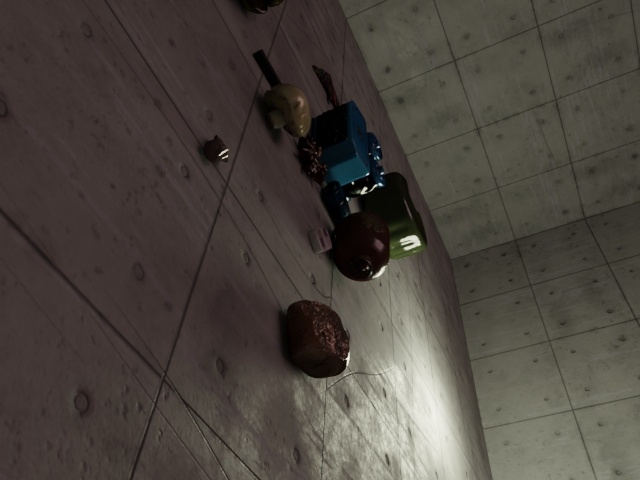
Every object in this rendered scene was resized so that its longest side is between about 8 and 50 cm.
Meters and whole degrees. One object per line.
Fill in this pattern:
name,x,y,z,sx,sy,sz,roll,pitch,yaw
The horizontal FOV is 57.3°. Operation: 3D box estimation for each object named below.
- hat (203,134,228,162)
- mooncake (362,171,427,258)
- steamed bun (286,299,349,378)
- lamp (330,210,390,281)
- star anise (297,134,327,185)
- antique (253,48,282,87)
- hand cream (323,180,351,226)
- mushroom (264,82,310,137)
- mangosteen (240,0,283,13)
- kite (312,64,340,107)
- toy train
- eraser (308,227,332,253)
hat,-0.211,-0.175,1.160,0.087,0.042,0.058,18,-50,69
mooncake,0.293,-0.091,2.337,0.351,0.187,0.352,-18,90,-76
steamed bun,-0.004,0.208,1.266,0.175,0.106,0.145,45,31,-50
lamp,0.117,0.017,1.735,0.180,0.180,0.258,62,21,-27
star anise,-0.025,-0.242,1.749,0.168,0.057,0.168,-16,90,-76
antique,-0.134,-0.460,1.680,0.192,0.031,0.015,57,29,-38
hand cream,0.080,-0.060,1.883,0.120,0.061,0.271,-82,153,-52
mushroom,-0.090,-0.343,1.568,0.154,0.122,0.154,46,-16,17
mangosteen,-0.150,-0.792,1.619,0.288,0.287,0.288,-19,90,-72
kite,0.039,-0.612,2.387,0.234,0.016,0.321,-92,157,-46
toy train,0.090,-0.300,1.948,0.265,0.187,0.300,49,29,-40
eraser,0.000,0.000,1.620,0.065,0.026,0.105,69,18,0
